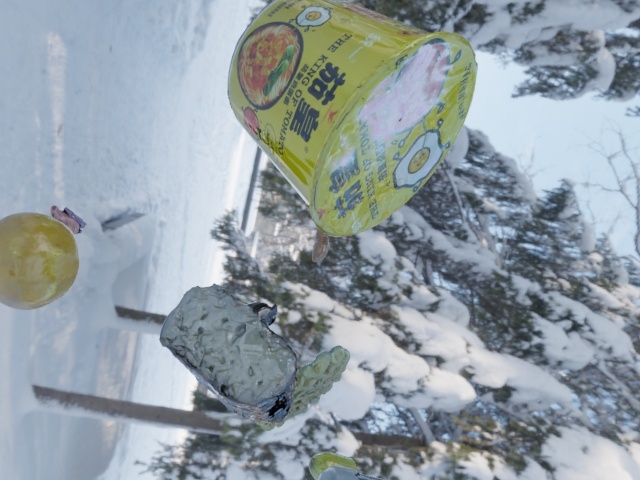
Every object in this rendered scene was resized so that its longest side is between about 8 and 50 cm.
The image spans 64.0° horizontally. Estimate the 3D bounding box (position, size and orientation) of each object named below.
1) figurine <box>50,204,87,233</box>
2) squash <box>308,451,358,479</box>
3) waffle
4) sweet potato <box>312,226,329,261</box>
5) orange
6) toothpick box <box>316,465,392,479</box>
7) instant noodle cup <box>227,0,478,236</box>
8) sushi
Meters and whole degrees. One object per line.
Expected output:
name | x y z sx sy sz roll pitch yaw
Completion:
figurine | -0.872 -0.047 1.710 0.157 0.126 0.114 -50 -171 -35
squash | 0.038 0.829 1.856 0.123 0.187 0.123 -39 -145 35
waffle | -0.043 0.407 1.407 0.056 0.309 0.291 50 -33 25
sweet potato | 0.006 0.004 1.942 0.068 0.068 0.226 112 -10 -49
orange | -0.812 0.057 1.442 0.279 0.235 0.278 7 -80 45
toothpick box | 0.111 0.787 1.437 0.263 0.355 0.262 14 90 -90
instant noodle cup | 0.031 -0.205 0.773 0.254 0.326 0.325 43 -45 28
sushi | -0.186 0.247 1.167 0.234 0.349 0.207 -43 154 -22
